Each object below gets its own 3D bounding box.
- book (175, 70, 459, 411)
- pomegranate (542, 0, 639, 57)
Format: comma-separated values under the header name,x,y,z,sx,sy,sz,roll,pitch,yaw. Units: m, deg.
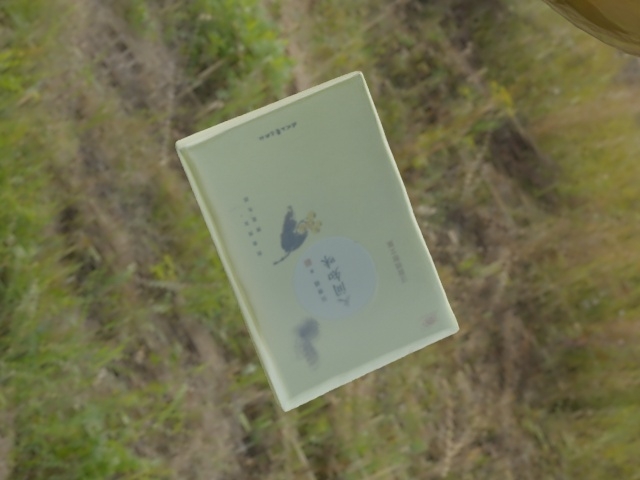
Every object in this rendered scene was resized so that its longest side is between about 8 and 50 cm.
name,x,y,z,sx,sy,sz,roll,pitch,yaw
book,0.000,0.000,0.549,0.014,0.077,0.111,-157,-135,-75
pomegranate,0.142,-0.183,0.340,0.307,0.307,0.307,38,36,-34
